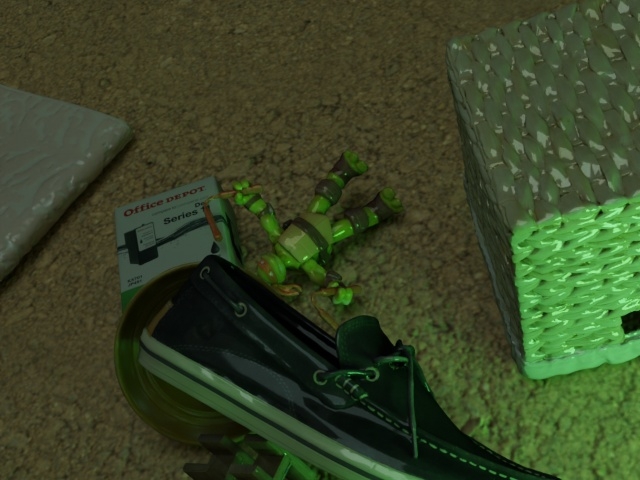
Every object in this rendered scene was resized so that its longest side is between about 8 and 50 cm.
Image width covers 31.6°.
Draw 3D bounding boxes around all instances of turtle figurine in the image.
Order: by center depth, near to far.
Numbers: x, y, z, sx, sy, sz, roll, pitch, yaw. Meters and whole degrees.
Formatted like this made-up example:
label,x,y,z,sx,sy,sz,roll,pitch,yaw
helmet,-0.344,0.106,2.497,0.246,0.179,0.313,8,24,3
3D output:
label,x,y,z,sx,sy,sz,roll,pitch,yaw
turtle figurine,0.000,0.000,1.444,0.217,0.087,0.269,-40,70,-20

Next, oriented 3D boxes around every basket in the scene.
label,x,y,z,sx,sy,sz,roll,pitch,yaw
basket,0.329,-0.072,1.262,0.328,0.266,0.331,-15,49,6

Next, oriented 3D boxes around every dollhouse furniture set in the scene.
label,x,y,z,sx,sy,sz,roll,pitch,yaw
dollhouse furniture set,-0.050,0.334,1.171,0.242,0.161,0.212,-8,44,44

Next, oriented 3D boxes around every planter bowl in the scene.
label,x,y,z,sx,sy,sz,roll,pitch,yaw
planter bowl,-0.131,0.128,1.349,0.217,0.217,0.090,-23,5,1

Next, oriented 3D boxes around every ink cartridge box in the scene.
label,x,y,z,sx,sy,sz,roll,pitch,yaw
ink cartridge box,-0.182,0.030,1.482,0.153,0.087,0.208,-19,46,4

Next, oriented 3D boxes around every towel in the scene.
label,x,y,z,sx,sy,sz,roll,pitch,yaw
towel,-0.495,-0.092,1.729,0.317,0.053,0.331,18,59,33

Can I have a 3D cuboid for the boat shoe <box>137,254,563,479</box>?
label,x,y,z,sx,sy,sz,roll,pitch,yaw
boat shoe,0.042,0.159,1.170,0.500,0.187,0.156,25,88,21
